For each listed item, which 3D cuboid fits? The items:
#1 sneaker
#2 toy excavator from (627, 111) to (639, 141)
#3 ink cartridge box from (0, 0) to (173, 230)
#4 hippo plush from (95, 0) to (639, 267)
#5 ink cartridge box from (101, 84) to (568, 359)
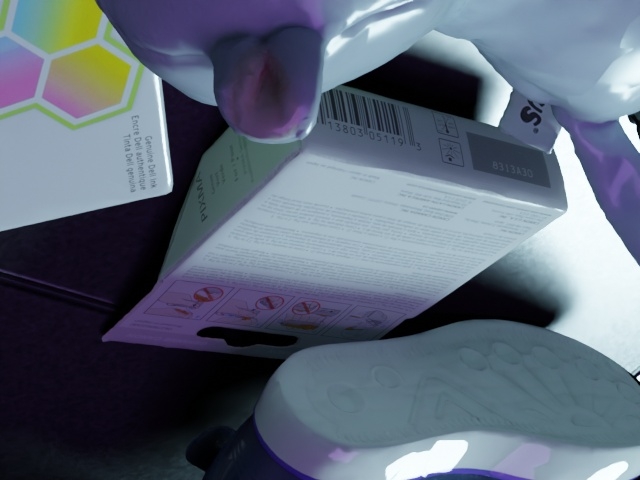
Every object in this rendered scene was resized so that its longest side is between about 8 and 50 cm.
[{"bbox_3d":[0.058,0.180,0.885,0.323,0.130,0.236,2,128,-34],"label":"sneaker"},{"bbox_3d":[0.262,0.000,0.494,0.222,0.445,0.432,-4,126,1],"label":"toy excavator"},{"bbox_3d":[-0.079,-0.114,0.551,0.255,0.097,0.188,-12,138,-11],"label":"ink cartridge box"},{"bbox_3d":[0.025,-0.138,0.447,0.237,0.234,0.294,-9,134,-28],"label":"hippo plush"},{"bbox_3d":[0.000,0.000,0.764,0.181,0.056,0.225,10,149,-33],"label":"ink cartridge box"}]
